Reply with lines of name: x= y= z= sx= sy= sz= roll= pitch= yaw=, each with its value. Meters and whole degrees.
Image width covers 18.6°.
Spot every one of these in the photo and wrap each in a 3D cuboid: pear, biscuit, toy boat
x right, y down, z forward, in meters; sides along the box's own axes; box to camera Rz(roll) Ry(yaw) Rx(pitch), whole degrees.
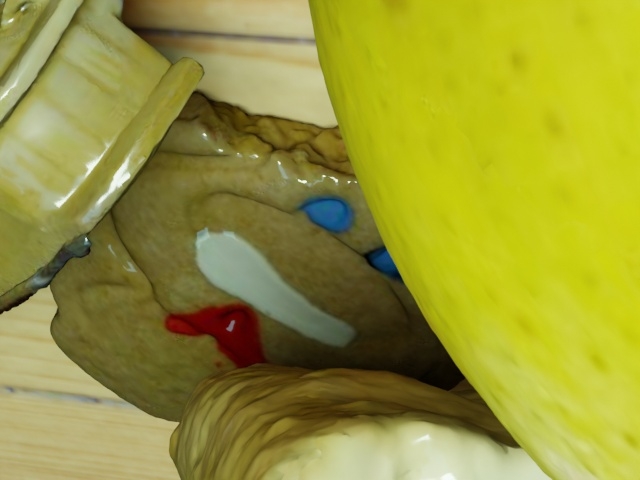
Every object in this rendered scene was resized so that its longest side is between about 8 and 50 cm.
pear: x=0.176 y=-0.083 z=0.413 sx=0.362 sy=0.362 sz=0.418 roll=-28 pitch=99 yaw=42
biscuit: x=0.155 y=0.123 z=0.707 sx=0.429 sy=0.104 sz=0.446 roll=15 pitch=176 yaw=-7
biscuit: x=0.007 y=0.006 z=0.819 sx=0.320 sy=0.047 sz=0.183 roll=-8 pitch=135 yaw=28
toy boat: x=-0.143 y=-0.033 z=0.778 sx=0.089 sy=0.121 sz=0.321 roll=35 pitch=151 yaw=-17
